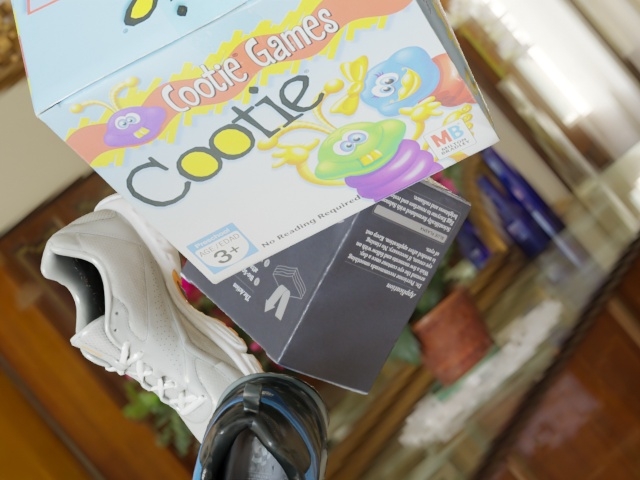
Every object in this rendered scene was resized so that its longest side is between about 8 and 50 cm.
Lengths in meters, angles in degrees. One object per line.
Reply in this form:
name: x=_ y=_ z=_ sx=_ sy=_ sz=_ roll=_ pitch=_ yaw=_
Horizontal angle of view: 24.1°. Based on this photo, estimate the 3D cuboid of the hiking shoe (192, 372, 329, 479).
hiking shoe: x=-0.051 y=0.243 z=1.005 sx=0.113 sy=0.304 sz=0.132 roll=-3 pitch=-1 yaw=9

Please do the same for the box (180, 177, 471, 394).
box: x=0.000 y=0.000 z=1.078 sx=0.156 sy=0.093 sz=0.158 roll=38 pitch=102 yaw=51

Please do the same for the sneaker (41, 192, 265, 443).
sneaker: x=-0.144 y=0.092 z=1.254 sx=0.121 sy=0.262 sz=0.099 roll=-29 pitch=-7 yaw=-48

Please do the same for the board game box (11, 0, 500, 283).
board game box: x=-0.049 y=-0.147 z=0.654 sx=0.144 sy=0.275 sz=0.142 roll=-26 pitch=-37 yaw=11
